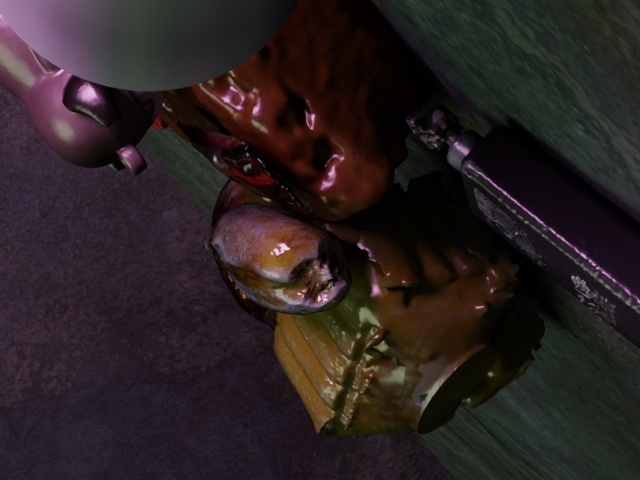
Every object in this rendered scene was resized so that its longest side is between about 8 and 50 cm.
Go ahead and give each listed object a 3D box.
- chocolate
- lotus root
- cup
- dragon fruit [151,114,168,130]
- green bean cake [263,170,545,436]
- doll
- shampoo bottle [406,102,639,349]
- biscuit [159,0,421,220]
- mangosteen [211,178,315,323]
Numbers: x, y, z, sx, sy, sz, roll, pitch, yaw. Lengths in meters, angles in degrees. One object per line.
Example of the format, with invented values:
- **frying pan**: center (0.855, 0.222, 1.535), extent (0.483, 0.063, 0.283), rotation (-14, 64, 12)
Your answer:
- **chocolate**: center (-0.070, -0.064, 1.411), extent (0.086, 0.028, 0.182), rotation (43, 169, -33)
- **lotus root**: center (-0.048, 0.013, 1.540), extent (0.192, 0.088, 0.113), rotation (20, 154, 53)
- **cup**: center (-0.104, -0.253, 1.011), extent (0.253, 0.253, 0.371), rotation (44, 169, -1)
- **dragon fruit**: center (-0.212, -0.248, 1.990), extent (0.262, 0.163, 0.189), rotation (47, 144, -13)
- **green bean cake**: center (0.120, 0.077, 1.673), extent (0.202, 0.285, 0.310), rotation (62, 155, 26)
- **doll**: center (-0.232, -0.162, 1.392), extent (0.257, 0.117, 0.182), rotation (45, 172, 7)
- **shampoo bottle**: center (0.197, -0.017, 1.337), extent (0.309, 0.071, 0.098), rotation (43, 175, 26)
- **biscuit**: center (-0.080, -0.182, 1.520), extent (0.343, 0.166, 0.395), rotation (48, 170, -14)
- **mangosteen**: center (0.000, 0.000, 2.039), extent (0.289, 0.231, 0.231), rotation (3, -164, -32)
